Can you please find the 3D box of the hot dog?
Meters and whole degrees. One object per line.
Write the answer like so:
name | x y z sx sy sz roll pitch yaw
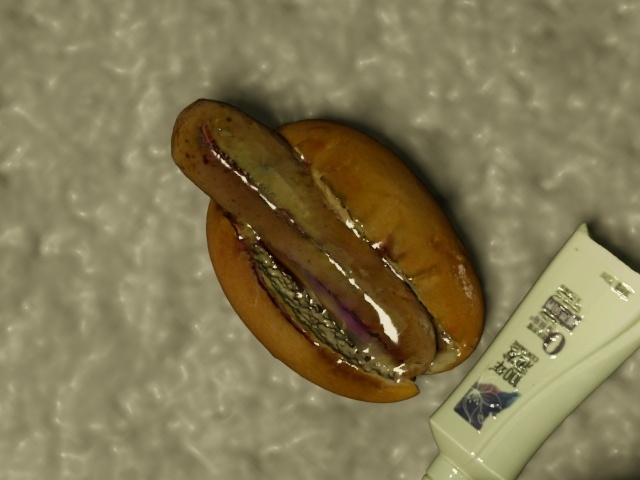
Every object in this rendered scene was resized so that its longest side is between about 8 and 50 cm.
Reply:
hot dog | 0.002 -0.001 0.711 0.090 0.060 0.140 -33 76 -4

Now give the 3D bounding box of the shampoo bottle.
shampoo bottle | 0.076 0.061 0.708 0.049 0.034 0.141 40 89 4
